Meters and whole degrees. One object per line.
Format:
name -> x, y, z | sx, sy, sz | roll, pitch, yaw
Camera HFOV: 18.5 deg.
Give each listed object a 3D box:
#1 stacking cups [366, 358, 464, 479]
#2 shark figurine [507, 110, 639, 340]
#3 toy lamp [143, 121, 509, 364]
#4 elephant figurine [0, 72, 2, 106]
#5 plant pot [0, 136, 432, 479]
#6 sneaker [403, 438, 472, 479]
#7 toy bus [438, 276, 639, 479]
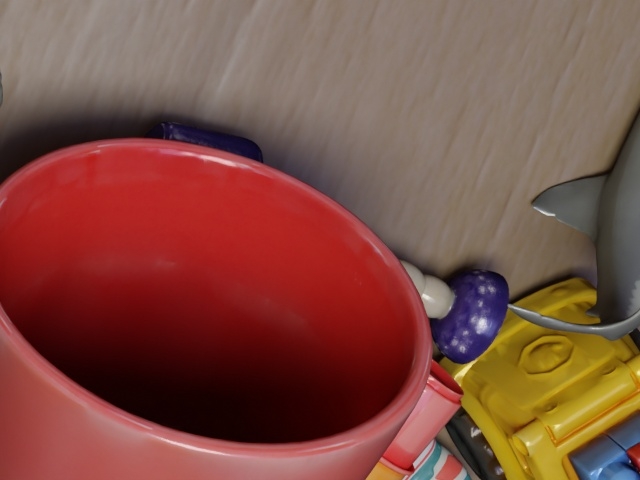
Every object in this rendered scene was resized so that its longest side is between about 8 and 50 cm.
stacking cups -> -0.028, 0.201, 1.351 | 0.096, 0.096, 0.316 | 36, 97, -25
shark figurine -> 0.196, -0.005, 1.352 | 0.116, 0.278, 0.166 | 15, 140, 15
toy lamp -> 0.000, 0.000, 1.313 | 0.275, 0.080, 0.080 | 26, 98, -23
elephant figurine -> -0.260, 0.000, 1.094 | 0.186, 0.169, 0.239 | 3, 94, -36
plant pot -> -0.096, 0.113, 1.183 | 0.275, 0.275, 0.243 | 4, 129, -20
sneaker -> 0.047, 0.214, 1.410 | 0.075, 0.057, 0.161 | 41, 88, -20
toy bus -> 0.206, 0.165, 1.366 | 0.149, 0.211, 0.220 | -32, 116, -8
